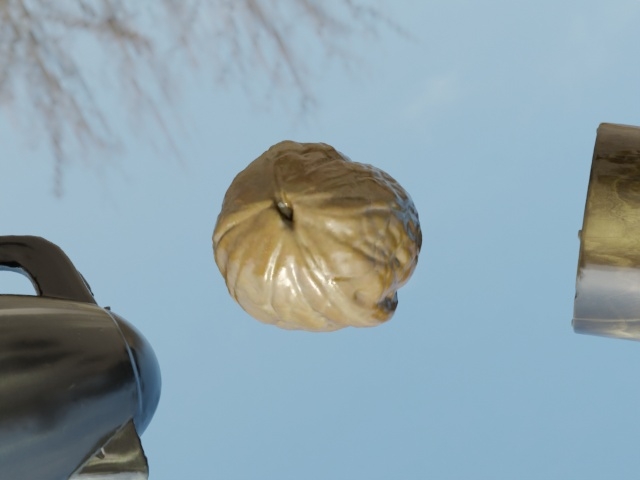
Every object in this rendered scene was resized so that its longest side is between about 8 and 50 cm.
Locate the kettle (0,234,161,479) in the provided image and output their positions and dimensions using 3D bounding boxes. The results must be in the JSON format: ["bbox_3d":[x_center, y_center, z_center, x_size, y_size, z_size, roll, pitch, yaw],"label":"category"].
[{"bbox_3d":[-0.265,0.128,1.561,0.271,0.207,0.251,-13,-160,-25],"label":"kettle"}]

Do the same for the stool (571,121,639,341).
[{"bbox_3d":[0.345,0.005,1.564,0.264,0.179,0.179,8,-148,10],"label":"stool"}]

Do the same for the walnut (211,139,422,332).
[{"bbox_3d":[0.000,0.000,0.985,0.105,0.105,0.124,-18,167,17],"label":"walnut"}]
